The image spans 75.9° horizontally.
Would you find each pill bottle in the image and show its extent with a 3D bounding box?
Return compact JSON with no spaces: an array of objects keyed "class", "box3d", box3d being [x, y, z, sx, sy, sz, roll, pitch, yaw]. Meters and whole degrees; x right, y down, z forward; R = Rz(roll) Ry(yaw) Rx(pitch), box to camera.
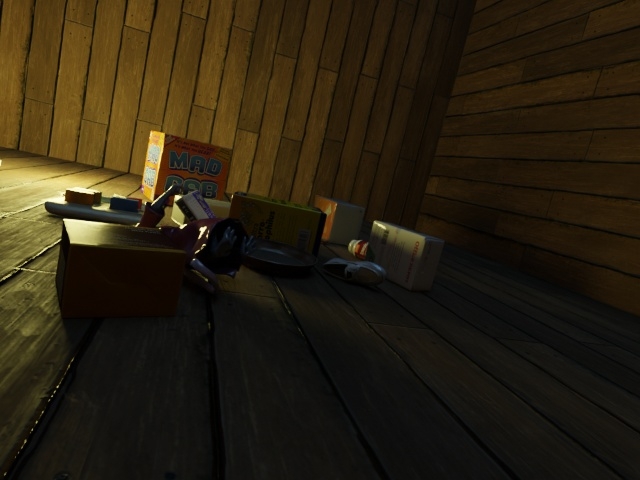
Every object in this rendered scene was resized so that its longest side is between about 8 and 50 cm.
[{"class":"pill bottle","box3d":[0.202,0.047,1.840,0.152,0.086,0.086,20,11,43]}]

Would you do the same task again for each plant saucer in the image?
[{"class":"plant saucer","box3d":[-0.165,0.052,1.370,0.311,0.050,0.310,12,11,-2]}]

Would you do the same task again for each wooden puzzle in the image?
[{"class":"wooden puzzle","box3d":[-0.818,-0.143,1.559,0.322,0.080,0.348,10,9,-22]}]

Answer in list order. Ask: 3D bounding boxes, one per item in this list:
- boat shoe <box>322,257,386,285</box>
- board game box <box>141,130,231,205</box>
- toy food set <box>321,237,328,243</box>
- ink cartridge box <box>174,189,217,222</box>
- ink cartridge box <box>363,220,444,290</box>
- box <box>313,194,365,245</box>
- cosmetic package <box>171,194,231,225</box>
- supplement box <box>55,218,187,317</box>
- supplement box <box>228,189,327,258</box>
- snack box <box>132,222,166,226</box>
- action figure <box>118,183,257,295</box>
[{"class":"boat shoe","box3d":[0.107,0.111,1.376,0.226,0.083,0.076,6,14,39]},{"class":"board game box","box3d":[-0.750,-0.382,2.274,0.357,0.356,0.356,7,11,-34]},{"class":"toy food set","box3d":[0.000,0.000,2.053,0.083,0.020,0.082,12,9,-11]},{"class":"ink cartridge box","box3d":[-0.449,-0.087,1.566,0.208,0.045,0.206,56,6,-13]},{"class":"ink cartridge box","box3d":[0.310,0.054,1.571,0.117,0.201,0.278,6,11,-36]},{"class":"box","box3d":[0.079,-0.114,2.265,0.169,0.214,0.345,9,9,-22]},{"class":"cosmetic package","box3d":[-0.466,-0.114,1.791,0.310,0.113,0.160,6,12,-37]},{"class":"supplement box","box3d":[-0.391,0.051,0.798,0.192,0.129,0.194,6,11,-37]},{"class":"supplement box","box3d":[-0.178,-0.061,1.605,0.357,0.195,0.194,11,9,-11]},{"class":"snack box","box3d":[-0.524,-0.020,1.327,0.141,0.037,0.100,18,18,30]},{"class":"action figure","box3d":[-0.366,0.025,1.052,0.371,0.248,0.275,3,49,13]}]
